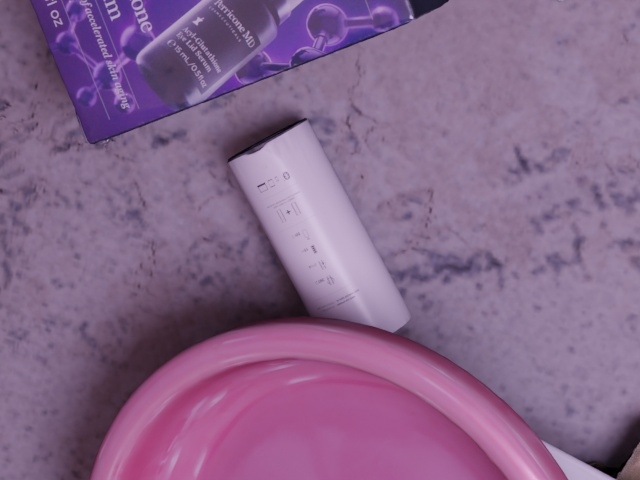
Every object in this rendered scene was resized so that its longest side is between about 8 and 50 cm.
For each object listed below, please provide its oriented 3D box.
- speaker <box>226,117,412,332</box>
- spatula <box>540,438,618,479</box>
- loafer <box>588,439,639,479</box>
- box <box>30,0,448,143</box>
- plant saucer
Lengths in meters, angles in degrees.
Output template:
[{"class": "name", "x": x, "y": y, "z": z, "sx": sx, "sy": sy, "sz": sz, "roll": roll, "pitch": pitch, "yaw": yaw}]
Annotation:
[{"class": "speaker", "x": 0.000, "y": 0.000, "z": 1.044, "sx": 0.055, "sy": 0.055, "sz": 0.136, "roll": -27, "pitch": 96, "yaw": 18}, {"class": "spatula", "x": 0.103, "y": 0.165, "z": 1.024, "sx": 0.242, "sy": 0.019, "sz": 0.168, "roll": 29, "pitch": 120, "yaw": 16}, {"class": "loafer", "x": 0.167, "y": 0.159, "z": 1.046, "sx": 0.148, "sy": 0.056, "sz": 0.050, "roll": -44, "pitch": 84, "yaw": 16}, {"class": "box", "x": -0.054, "y": -0.163, "z": 0.991, "sx": 0.207, "sy": 0.108, "sz": 0.153, "roll": -20, "pitch": 97, "yaw": 17}, {"class": "plant saucer", "x": 0.019, "y": 0.199, "z": 1.007, "sx": 0.332, "sy": 0.084, "sz": 0.332, "roll": 7, "pitch": 105, "yaw": 28}]
